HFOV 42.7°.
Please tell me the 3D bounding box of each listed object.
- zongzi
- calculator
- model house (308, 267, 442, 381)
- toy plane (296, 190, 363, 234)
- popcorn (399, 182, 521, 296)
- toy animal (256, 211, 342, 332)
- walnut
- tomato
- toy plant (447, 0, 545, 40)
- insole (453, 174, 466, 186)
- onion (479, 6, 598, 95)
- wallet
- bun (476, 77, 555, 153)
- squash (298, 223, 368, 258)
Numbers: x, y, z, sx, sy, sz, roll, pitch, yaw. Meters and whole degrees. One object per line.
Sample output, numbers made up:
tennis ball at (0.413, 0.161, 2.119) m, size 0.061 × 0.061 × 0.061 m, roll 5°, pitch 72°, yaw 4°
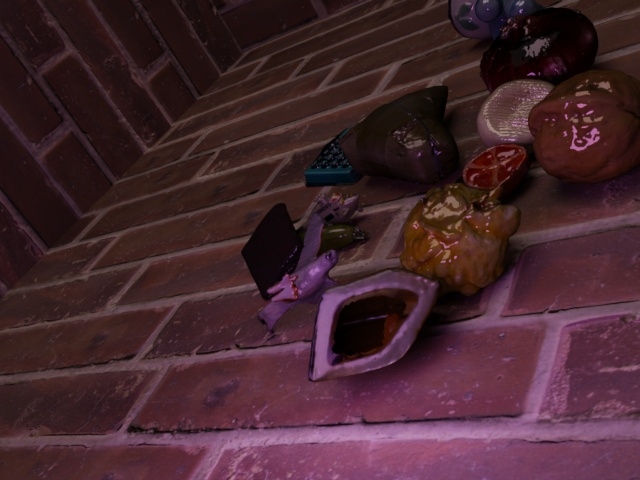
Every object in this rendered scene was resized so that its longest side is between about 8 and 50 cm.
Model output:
zongzi at (0.293, -0.298, 2.142) m, size 0.393 × 0.174 × 0.356 m, roll -34°, pitch 29°, yaw -19°
calculator at (0.089, -0.262, 2.431) m, size 0.274 × 0.058 × 0.248 m, roll -46°, pitch 27°, yaw -25°
model house at (0.110, 0.154, 1.551) m, size 0.268 × 0.173 × 0.239 m, roll -13°, pitch -9°, yaw 9°
toy plane at (-0.016, -0.049, 2.123) m, size 0.286 × 0.108 × 0.092 m, roll -34°, pitch 23°, yaw 28°
popcorn at (0.266, -0.012, 1.602) m, size 0.266 × 0.192 × 0.233 m, roll -39°, pitch 25°, yaw 29°
toy animal at (-0.063, 0.099, 1.699) m, size 0.284 × 0.225 × 0.302 m, roll -40°, pitch -9°, yaw 12°
walnut at (0.539, -0.227, 1.654) m, size 0.257 × 0.257 × 0.225 m, roll -3°, pitch 70°, yaw 47°
tomato at (0.399, -0.146, 1.836) m, size 0.155 × 0.069 × 0.156 m, roll -24°, pitch 35°, yaw 18°
toy plant at (0.565, -0.720, 2.531) m, size 0.247 × 0.247 × 0.332 m, roll -35°, pitch 29°, yaw -5°
insole at (0.330, -0.120, 1.952) m, size 0.045 × 0.002 × 0.135 m, roll -18°, pitch 28°, yaw 31°
onion at (0.549, -0.480, 2.085) m, size 0.314 × 0.232 × 0.314 m, roll -28°, pitch 24°, yaw 14°
wallet at (-0.119, 0.026, 2.062) m, size 0.182 × 0.049 × 0.229 m, roll -53°, pitch 31°, yaw 16°
bun at (0.479, -0.279, 1.938) m, size 0.222 × 0.127 × 0.222 m, roll -6°, pitch 56°, yaw 9°
squash at (0.000, 0.000, 2.040) m, size 0.252 × 0.066 × 0.066 m, roll -15°, pitch 30°, yaw 35°
